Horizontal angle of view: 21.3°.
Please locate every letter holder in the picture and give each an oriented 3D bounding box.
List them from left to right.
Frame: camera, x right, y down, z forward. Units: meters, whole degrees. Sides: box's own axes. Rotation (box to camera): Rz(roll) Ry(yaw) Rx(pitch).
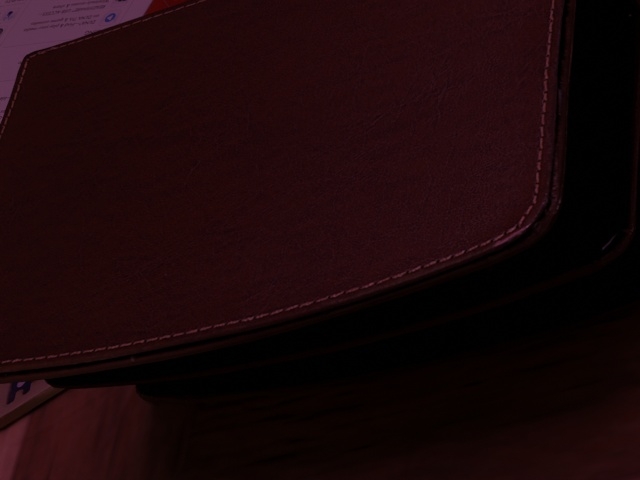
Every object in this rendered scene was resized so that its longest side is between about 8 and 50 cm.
[{"bbox_3d":[0.000,0.000,0.762,0.302,0.152,0.214,-14,44,28],"label":"letter holder"}]

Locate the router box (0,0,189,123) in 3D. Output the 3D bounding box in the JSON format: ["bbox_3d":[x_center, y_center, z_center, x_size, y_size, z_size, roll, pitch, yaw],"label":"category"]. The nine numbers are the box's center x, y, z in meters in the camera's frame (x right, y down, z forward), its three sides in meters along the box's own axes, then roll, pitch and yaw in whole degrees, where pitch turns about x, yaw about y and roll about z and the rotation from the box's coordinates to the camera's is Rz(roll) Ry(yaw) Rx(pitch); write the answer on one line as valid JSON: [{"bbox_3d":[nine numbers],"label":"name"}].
[{"bbox_3d":[-0.211,-0.099,1.075,0.335,0.082,0.301,-1,49,38],"label":"router box"}]

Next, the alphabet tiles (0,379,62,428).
[{"bbox_3d":[-0.240,0.021,1.046,0.285,0.011,0.342,-32,37,7],"label":"alphabet tiles"}]
